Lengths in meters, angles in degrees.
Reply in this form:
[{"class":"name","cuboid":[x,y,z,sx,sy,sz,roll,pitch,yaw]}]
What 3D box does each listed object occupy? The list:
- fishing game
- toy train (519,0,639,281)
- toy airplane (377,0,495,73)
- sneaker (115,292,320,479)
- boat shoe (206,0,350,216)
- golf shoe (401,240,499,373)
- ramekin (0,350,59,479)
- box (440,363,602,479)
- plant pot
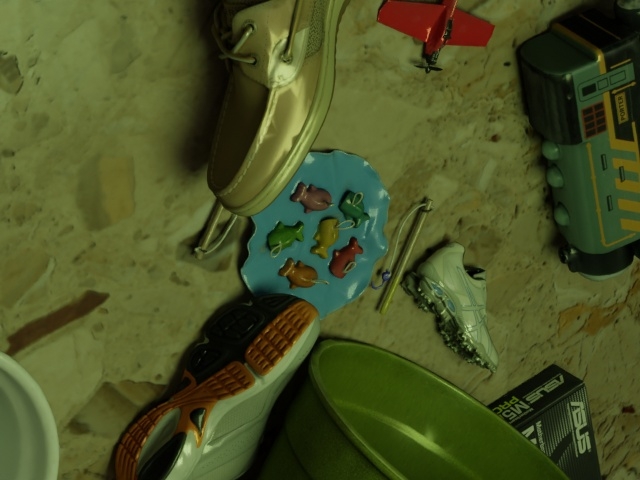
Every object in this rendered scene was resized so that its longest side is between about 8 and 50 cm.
[{"class":"fishing game","cuboid":[0.000,0.000,1.627,0.264,0.041,0.189,23,94,-39]},{"class":"toy train","cuboid":[0.329,-0.109,1.757,0.190,0.142,0.334,-22,124,-12]},{"class":"toy airplane","cuboid":[0.133,-0.241,1.618,0.151,0.028,0.151,-14,118,-29]},{"class":"sneaker","cuboid":[-0.087,0.167,1.613,0.262,0.099,0.121,-46,139,4]},{"class":"boat shoe","cuboid":[-0.049,-0.193,1.462,0.110,0.121,0.341,18,89,-35]},{"class":"golf shoe","cuboid":[0.166,0.075,1.763,0.086,0.069,0.176,-48,131,-15]},{"class":"ramekin","cuboid":[-0.379,0.186,1.380,0.277,0.135,0.277,-14,118,-29]},{"class":"box","cuboid":[0.239,0.313,1.922,0.216,0.060,0.270,-28,124,-22]},{"class":"plant pot","cuboid":[0.052,0.353,1.651,0.366,0.366,0.353,21,109,-39]}]
